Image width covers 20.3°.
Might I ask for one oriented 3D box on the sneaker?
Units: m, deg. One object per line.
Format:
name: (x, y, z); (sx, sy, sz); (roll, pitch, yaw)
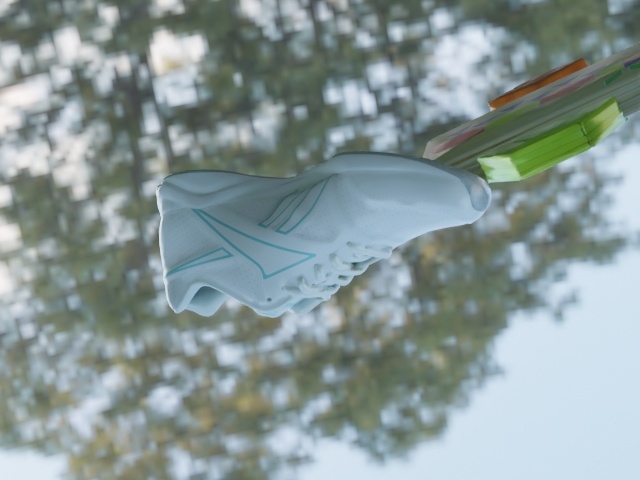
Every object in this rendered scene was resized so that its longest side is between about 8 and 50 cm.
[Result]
sneaker: (0.000, 0.000, 0.709); (0.152, 0.061, 0.053); (-7, 164, 34)

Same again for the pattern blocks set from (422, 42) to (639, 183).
pattern blocks set: (0.151, -0.079, 1.147); (0.325, 0.026, 0.285); (-23, -171, 19)
